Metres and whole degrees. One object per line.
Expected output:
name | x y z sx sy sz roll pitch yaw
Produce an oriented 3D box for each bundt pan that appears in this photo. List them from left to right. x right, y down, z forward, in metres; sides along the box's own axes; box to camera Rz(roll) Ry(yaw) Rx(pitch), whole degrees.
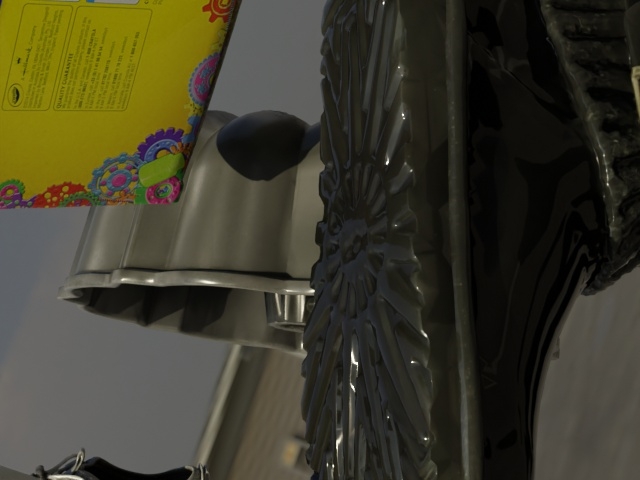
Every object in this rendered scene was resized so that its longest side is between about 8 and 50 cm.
bundt pan | 0.000 0.000 0.987 0.331 0.331 0.124 87 -170 -79

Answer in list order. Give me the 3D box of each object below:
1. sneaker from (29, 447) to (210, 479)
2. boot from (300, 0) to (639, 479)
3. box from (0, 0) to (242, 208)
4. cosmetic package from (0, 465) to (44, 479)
sneaker | -0.223 0.218 1.231 0.105 0.281 0.115 -131 49 -62
boot | 0.136 0.010 0.704 0.131 0.260 0.348 157 117 -67
box | -0.168 -0.211 0.773 0.279 0.177 0.290 52 133 42
cosmetic package | -0.161 0.239 0.701 0.225 0.138 0.224 -49 -15 -6
